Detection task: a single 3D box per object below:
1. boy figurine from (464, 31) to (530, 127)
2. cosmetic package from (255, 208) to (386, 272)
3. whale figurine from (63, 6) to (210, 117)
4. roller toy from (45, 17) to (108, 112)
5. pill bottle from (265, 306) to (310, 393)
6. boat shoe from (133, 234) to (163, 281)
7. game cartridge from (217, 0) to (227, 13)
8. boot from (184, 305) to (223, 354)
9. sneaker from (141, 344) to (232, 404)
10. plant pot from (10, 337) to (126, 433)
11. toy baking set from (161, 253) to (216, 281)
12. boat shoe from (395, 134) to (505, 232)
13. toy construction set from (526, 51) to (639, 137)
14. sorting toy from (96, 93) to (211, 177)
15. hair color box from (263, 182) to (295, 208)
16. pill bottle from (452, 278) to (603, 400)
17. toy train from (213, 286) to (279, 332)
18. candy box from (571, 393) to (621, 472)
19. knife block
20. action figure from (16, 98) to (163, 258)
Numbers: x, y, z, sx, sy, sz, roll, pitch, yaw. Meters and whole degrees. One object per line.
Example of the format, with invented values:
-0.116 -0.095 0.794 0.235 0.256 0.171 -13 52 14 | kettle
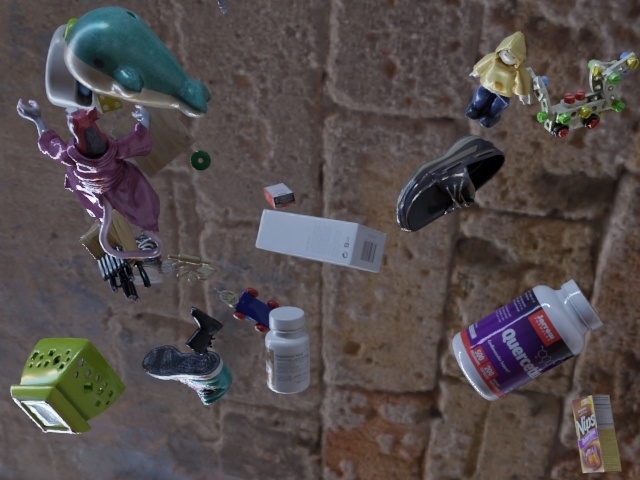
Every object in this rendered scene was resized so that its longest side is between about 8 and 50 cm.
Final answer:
0.496 -0.436 1.967 0.092 0.177 0.285 -47 -14 -31 | boy figurine
0.000 0.000 2.812 0.230 0.453 0.162 17 -96 -56 | cosmetic package
-0.318 -0.323 1.309 0.141 0.272 0.216 -61 14 24 | whale figurine
-0.556 -0.403 1.714 0.209 0.146 0.191 163 117 -79 | roller toy
-0.096 0.318 2.117 0.131 0.131 0.229 -50 -39 -68 | pill bottle
-0.580 0.056 2.331 0.340 0.127 0.158 141 122 -80 | boat shoe
-0.248 -0.599 1.763 0.056 0.017 0.083 -102 -8 -46 | game cartridge
-0.324 0.241 1.919 0.099 0.045 0.121 -53 -49 -6 | boot
-0.377 0.402 2.147 0.178 0.295 0.124 60 -137 -39 | sneaker
-0.761 0.442 2.150 0.228 0.227 0.207 63 -143 -32 | plant pot
-0.514 0.094 2.670 0.197 0.256 0.030 -86 9 -72 | toy baking set
0.337 -0.147 1.851 0.355 0.130 0.132 -44 -51 -19 | boat shoe
0.734 -0.422 2.077 0.151 0.327 0.215 -95 -1 -48 | toy construction set
-0.376 -0.239 1.604 0.132 0.274 0.046 -41 13 -5 | sorting toy
-0.133 -0.145 2.343 0.141 0.072 0.043 -134 31 -67 | hair color box
0.486 0.227 1.699 0.181 0.323 0.181 49 -163 -21 | pill bottle
-0.261 0.193 2.298 0.143 0.248 0.105 8 67 60 | toy train
0.697 0.490 1.830 0.109 0.053 0.187 116 154 -69 | candy box
-0.581 0.045 2.123 0.242 0.088 0.276 54 -172 -17 | knife block
-0.455 -0.137 1.444 0.370 0.248 0.276 105 157 -70 | action figure
